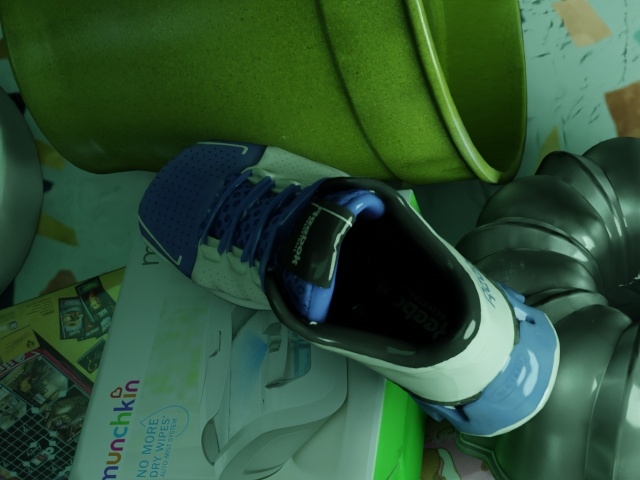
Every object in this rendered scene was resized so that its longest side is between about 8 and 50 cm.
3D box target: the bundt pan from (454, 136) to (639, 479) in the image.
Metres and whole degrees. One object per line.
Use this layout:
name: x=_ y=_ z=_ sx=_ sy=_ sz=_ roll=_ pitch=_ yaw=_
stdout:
bundt pan: x=0.241 y=0.046 z=1.030 sx=0.331 sy=0.124 sz=0.331 roll=-3 pitch=47 yaw=4

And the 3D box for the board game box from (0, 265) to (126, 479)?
board game box: x=-0.197 y=0.119 z=1.259 sx=0.243 sy=0.042 sz=0.165 roll=-18 pitch=78 yaw=6

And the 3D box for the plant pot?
plant pot: x=-0.050 y=-0.195 z=1.156 sx=0.353 sy=0.366 sz=0.366 roll=-10 pitch=79 yaw=20

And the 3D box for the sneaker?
sneaker: x=0.001 y=0.001 z=0.933 sx=0.315 sy=0.182 sz=0.127 roll=29 pitch=83 yaw=29

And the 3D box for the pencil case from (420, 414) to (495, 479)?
pencil case: x=0.095 y=0.205 z=1.142 sx=0.386 sy=0.160 sz=0.167 roll=-20 pitch=120 yaw=6

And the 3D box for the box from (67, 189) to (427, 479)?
box: x=-0.040 y=0.105 z=1.090 sx=0.231 sy=0.127 sz=0.262 roll=-1 pitch=54 yaw=18

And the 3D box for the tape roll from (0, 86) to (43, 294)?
tape roll: x=-0.400 y=-0.047 z=1.290 sx=0.286 sy=0.100 sz=0.286 roll=-1 pitch=81 yaw=9
